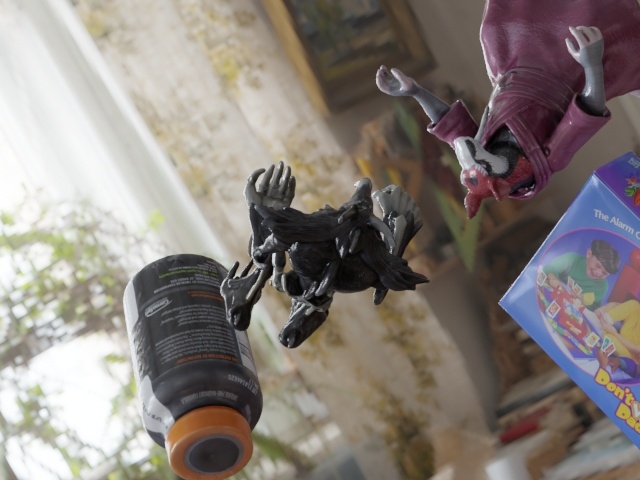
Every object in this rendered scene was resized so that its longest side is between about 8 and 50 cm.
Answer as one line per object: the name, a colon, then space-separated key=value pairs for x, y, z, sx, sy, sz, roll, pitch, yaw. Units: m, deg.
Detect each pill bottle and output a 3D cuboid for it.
pill bottle: x=-0.134 y=0.138 z=1.521 sx=0.130 sy=0.130 sz=0.246 roll=-29 pitch=42 yaw=11

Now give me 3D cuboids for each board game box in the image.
board game box: x=0.382 y=0.108 z=1.543 sx=0.078 sy=0.347 sz=0.233 roll=-26 pitch=-24 yaw=-40

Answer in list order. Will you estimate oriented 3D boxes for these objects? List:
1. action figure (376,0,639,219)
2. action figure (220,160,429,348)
action figure: x=0.238 y=-0.155 z=1.666 sx=0.248 sy=0.276 sz=0.370 roll=6 pitch=54 yaw=31
action figure: x=0.000 y=0.000 z=1.268 sx=0.275 sy=0.164 sz=0.141 roll=136 pitch=150 yaw=-60
